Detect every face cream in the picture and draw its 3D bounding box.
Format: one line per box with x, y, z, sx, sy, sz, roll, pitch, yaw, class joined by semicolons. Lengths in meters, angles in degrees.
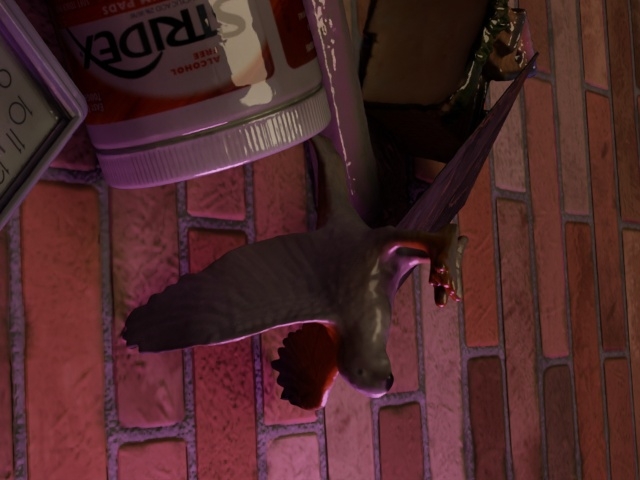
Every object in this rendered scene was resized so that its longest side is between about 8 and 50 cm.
-0.109;-0.160;1.081;0.201;0.201;0.187;-33;112;-51;face cream

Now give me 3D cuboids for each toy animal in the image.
0.017;0.002;1.164;0.225;0.302;0.284;31;66;-44;toy animal

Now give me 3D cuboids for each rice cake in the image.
0.004;-0.181;1.367;0.073;0.056;0.364;-22;103;-55;rice cake

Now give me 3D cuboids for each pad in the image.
0.116;-0.024;1.384;0.367;0.007;0.247;-49;167;-43;pad

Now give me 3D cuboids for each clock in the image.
-0.270;-0.082;0.956;0.144;0.073;0.193;56;43;-32;clock

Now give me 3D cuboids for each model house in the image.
0.153;-0.189;1.492;0.172;0.167;0.182;38;67;-49;model house
